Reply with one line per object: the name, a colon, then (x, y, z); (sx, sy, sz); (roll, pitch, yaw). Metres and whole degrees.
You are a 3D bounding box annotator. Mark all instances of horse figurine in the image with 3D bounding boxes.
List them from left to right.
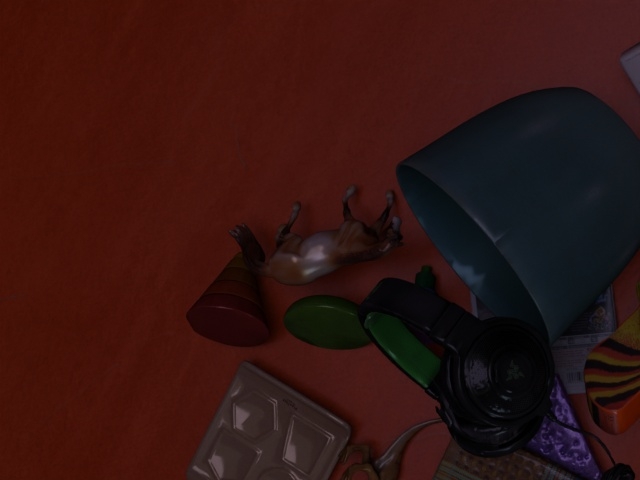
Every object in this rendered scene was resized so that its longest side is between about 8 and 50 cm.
horse figurine: (0.000, 0.000, 1.805); (0.263, 0.174, 0.066); (-15, 125, 17)

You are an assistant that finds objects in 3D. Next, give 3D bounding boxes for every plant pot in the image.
plant pot: (0.277, -0.050, 1.648); (0.235, 0.293, 0.293); (-38, 75, -7)

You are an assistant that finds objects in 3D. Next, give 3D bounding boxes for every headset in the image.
headset: (0.199, 0.203, 1.619); (0.394, 0.243, 0.185); (33, 73, 16)

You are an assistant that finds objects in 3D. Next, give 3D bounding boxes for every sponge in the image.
sponge: (0.300, 0.289, 1.738); (0.117, 0.031, 0.210); (-26, 85, 19)

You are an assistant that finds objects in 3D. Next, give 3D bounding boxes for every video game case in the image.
video game case: (0.298, 0.120, 1.764); (0.190, 0.022, 0.173); (-7, 86, 20)

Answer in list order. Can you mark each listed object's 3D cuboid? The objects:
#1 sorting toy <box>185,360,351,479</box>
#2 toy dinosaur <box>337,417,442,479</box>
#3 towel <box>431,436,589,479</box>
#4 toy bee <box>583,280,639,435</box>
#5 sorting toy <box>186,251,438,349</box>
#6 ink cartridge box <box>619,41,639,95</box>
sorting toy: (-0.073, 0.302, 1.886); (0.193, 0.038, 0.208); (29, 102, 19)
toy dinosaur: (0.087, 0.312, 1.820); (0.112, 0.064, 0.211); (21, 95, -19)
towel: (0.231, 0.450, 1.742); (0.271, 0.040, 0.370); (26, 103, 19)
toy bee: (0.431, 0.116, 1.662); (0.162, 0.298, 0.195); (47, 142, 43)
sorting toy: (-0.003, 0.072, 1.851); (0.366, 0.127, 0.126); (0, 58, 17)
ink cartridge box: (0.511, -0.183, 1.672); (0.181, 0.056, 0.224); (-29, 98, 32)
